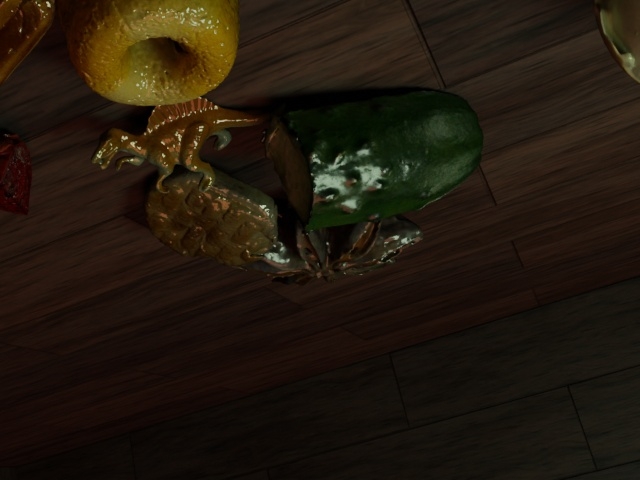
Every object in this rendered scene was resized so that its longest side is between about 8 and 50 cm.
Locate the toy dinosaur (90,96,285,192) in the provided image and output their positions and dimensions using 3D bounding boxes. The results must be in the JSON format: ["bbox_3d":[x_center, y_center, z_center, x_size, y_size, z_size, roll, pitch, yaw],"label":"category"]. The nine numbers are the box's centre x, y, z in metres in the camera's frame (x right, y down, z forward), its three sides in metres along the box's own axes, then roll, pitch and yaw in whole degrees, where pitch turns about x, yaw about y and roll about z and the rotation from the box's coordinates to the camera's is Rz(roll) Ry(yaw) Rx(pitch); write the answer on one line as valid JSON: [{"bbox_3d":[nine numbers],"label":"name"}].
[{"bbox_3d":[-0.158,-0.136,0.902,0.212,0.057,0.142,-45,139,-3],"label":"toy dinosaur"}]

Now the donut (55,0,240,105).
[{"bbox_3d":[-0.157,-0.190,0.712,0.174,0.075,0.190,-3,157,-27],"label":"donut"}]

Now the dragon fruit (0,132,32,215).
[{"bbox_3d":[-0.384,-0.085,0.846,0.106,0.083,0.162,9,173,-8],"label":"dragon fruit"}]

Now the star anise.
[{"bbox_3d":[0.002,-0.001,1.241,0.331,0.118,0.332,-9,166,-2],"label":"star anise"}]

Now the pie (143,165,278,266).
[{"bbox_3d":[-0.157,-0.029,1.072,0.195,0.046,0.195,6,139,5],"label":"pie"}]

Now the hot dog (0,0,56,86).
[{"bbox_3d":[-0.301,-0.181,0.685,0.165,0.045,0.071,-30,156,37],"label":"hot dog"}]

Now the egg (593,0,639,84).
[{"bbox_3d":[0.395,-0.243,0.756,0.244,0.201,0.201,-12,163,-41],"label":"egg"}]

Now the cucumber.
[{"bbox_3d":[0.099,-0.115,0.968,0.325,0.145,0.105,-13,161,-30],"label":"cucumber"}]
